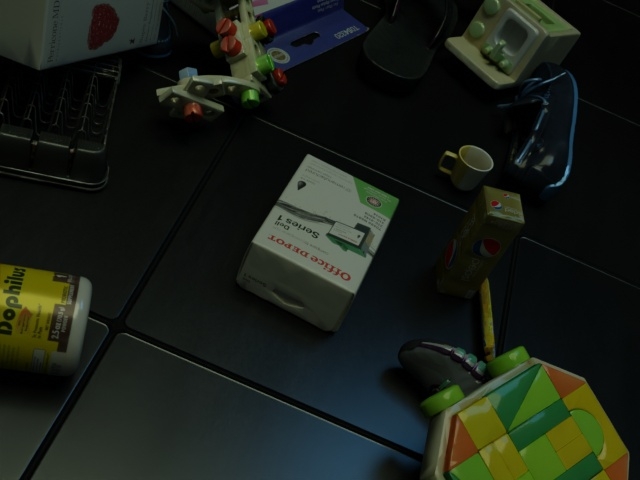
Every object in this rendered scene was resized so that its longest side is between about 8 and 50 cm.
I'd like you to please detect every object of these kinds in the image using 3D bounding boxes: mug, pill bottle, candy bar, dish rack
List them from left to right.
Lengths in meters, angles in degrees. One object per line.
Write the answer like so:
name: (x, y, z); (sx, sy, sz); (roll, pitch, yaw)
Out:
pill bottle: (-0.373, 0.082, 0.972); (0.215, 0.117, 0.117); (10, 46, -15)
dish rack: (-0.397, -0.202, 1.263); (0.208, 0.074, 0.271); (12, 44, -16)
mug: (0.247, -0.123, 1.477); (0.078, 0.064, 0.062); (42, 47, 17)
candy bar: (0.245, 0.109, 1.279); (0.018, 0.040, 0.161); (-4, 45, 10)

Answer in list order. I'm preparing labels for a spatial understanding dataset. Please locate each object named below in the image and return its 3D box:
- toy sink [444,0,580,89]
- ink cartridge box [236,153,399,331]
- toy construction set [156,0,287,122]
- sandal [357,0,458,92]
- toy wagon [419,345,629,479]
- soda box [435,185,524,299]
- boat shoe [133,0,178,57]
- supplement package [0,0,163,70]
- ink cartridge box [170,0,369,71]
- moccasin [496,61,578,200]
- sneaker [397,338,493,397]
toy sink: (0.386, -0.407, 1.729); (0.234, 0.131, 0.153); (-18, 58, -47)
ink cartridge box: (0.000, 0.000, 1.232); (0.160, 0.092, 0.219); (26, 44, 1)
toy construction set: (-0.158, -0.329, 1.384); (0.151, 0.215, 0.327); (-5, 71, 25)
sandal: (0.196, -0.447, 1.724); (0.168, 0.107, 0.445); (24, 43, -4)
toy wagon: (0.222, 0.290, 1.027); (0.345, 0.068, 0.267); (-23, 77, -32)
soda box: (0.229, 0.006, 1.264); (0.058, 0.181, 0.061); (13, 46, -12)
boat shoe: (-0.316, -0.418, 1.483); (0.109, 0.089, 0.258); (-9, 54, -30)
supplement package: (-0.375, -0.375, 1.267); (0.175, 0.177, 0.293); (23, 27, 15)
ink cartridge box: (-0.108, -0.473, 1.643); (0.330, 0.071, 0.324); (39, 45, 15)
moccasin: (0.397, -0.227, 1.588); (0.117, 0.137, 0.342); (21, 44, -7)
sneaker: (0.194, 0.215, 1.130); (0.224, 0.083, 0.098); (29, 49, 3)
